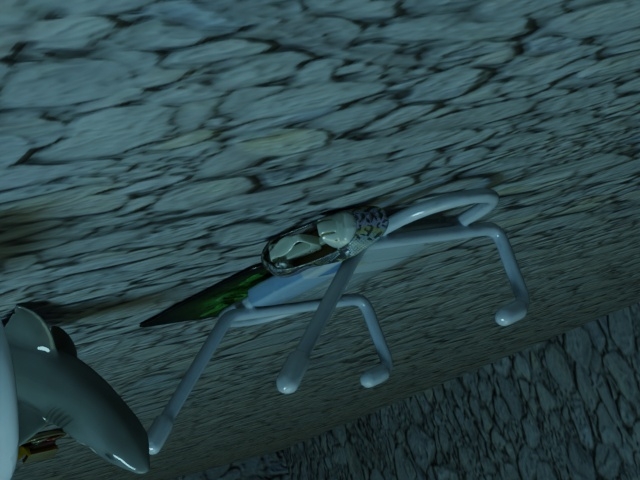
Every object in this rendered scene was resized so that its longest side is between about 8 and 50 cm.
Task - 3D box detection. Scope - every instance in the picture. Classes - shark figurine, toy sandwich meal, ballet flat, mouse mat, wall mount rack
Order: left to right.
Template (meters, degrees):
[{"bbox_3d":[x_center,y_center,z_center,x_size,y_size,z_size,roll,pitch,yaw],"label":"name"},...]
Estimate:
[{"bbox_3d":[-0.274,0.099,1.251,0.278,0.166,0.116,5,136,-19],"label":"shark figurine"},{"bbox_3d":[-0.382,0.282,2.114,0.085,0.029,0.085,-17,170,-3],"label":"toy sandwich meal"},{"bbox_3d":[-0.065,0.048,1.480,0.152,0.007,0.189,-6,164,-45],"label":"mouse mat"},{"bbox_3d":[0.000,0.000,1.254,0.114,0.041,0.041,-23,168,23],"label":"ballet flat"},{"bbox_3d":[0.006,0.074,1.356,0.304,0.130,0.350,-8,165,-41],"label":"wall mount rack"}]

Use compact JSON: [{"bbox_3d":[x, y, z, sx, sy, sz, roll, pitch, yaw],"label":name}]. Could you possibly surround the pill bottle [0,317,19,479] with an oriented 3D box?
[{"bbox_3d":[-0.335,0.104,0.906,0.283,0.161,0.161,-12,168,-29],"label":"pill bottle"}]
